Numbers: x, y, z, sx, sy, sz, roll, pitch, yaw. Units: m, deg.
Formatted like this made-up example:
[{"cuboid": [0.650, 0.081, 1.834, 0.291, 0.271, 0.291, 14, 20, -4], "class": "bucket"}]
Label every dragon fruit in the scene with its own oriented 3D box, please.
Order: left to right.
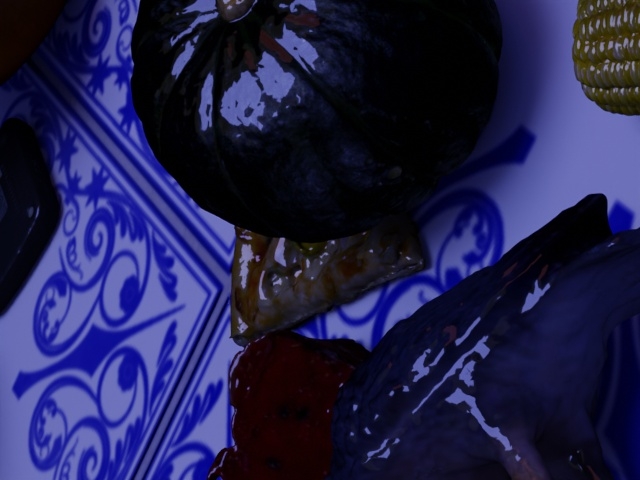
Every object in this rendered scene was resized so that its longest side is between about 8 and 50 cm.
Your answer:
[{"cuboid": [-0.002, 0.152, 1.131, 0.092, 0.122, 0.192, -9, -70, -85], "class": "dragon fruit"}]

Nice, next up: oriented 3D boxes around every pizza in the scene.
[{"cuboid": [0.000, 0.000, 1.187, 0.176, 0.036, 0.185, 41, 112, 52], "class": "pizza"}]

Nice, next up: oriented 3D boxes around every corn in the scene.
[{"cuboid": [0.192, -0.103, 0.932, 0.165, 0.063, 0.085, 5, 73, 53], "class": "corn"}]

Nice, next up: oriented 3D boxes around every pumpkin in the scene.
[{"cuboid": [-0.004, -0.105, 1.100, 0.220, 0.162, 0.220, -17, 59, 31], "class": "pumpkin"}]

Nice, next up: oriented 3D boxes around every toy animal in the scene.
[{"cuboid": [0.085, 0.103, 0.957, 0.185, 0.122, 0.298, 43, 112, 52], "class": "toy animal"}]

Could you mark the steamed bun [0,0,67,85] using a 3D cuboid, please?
[{"cuboid": [-0.330, -0.236, 1.540, 0.235, 0.248, 0.379, -25, 47, 51], "class": "steamed bun"}]

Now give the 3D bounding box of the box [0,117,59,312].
[{"cuboid": [-0.257, -0.017, 1.556, 0.126, 0.027, 0.125, -55, 40, 28], "class": "box"}]
